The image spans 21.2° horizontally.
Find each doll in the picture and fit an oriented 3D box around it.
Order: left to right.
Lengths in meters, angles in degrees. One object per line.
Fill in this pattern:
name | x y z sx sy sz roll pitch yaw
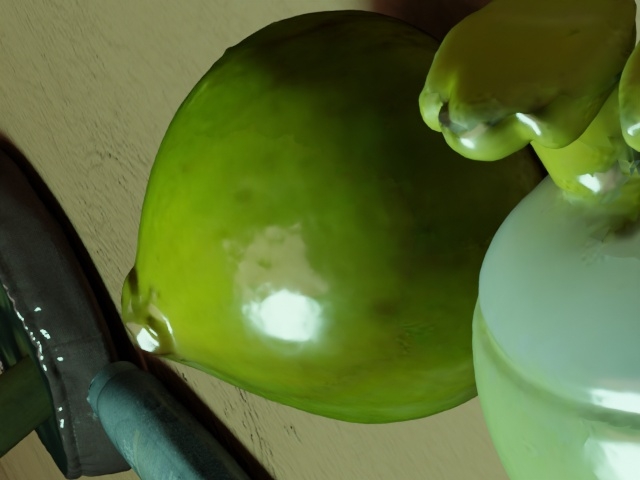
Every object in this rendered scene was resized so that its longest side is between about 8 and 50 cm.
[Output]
doll | 0.115 0.075 0.390 0.141 0.117 0.296 1 120 42

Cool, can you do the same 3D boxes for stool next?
stool | -0.263 0.080 1.256 0.272 0.178 0.272 52 158 31

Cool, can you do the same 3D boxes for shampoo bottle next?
shampoo bottle | -0.079 0.152 1.078 0.233 0.049 0.087 40 152 47

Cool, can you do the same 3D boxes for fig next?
fig | 0.010 -0.004 0.562 0.153 0.120 0.136 -49 63 45
